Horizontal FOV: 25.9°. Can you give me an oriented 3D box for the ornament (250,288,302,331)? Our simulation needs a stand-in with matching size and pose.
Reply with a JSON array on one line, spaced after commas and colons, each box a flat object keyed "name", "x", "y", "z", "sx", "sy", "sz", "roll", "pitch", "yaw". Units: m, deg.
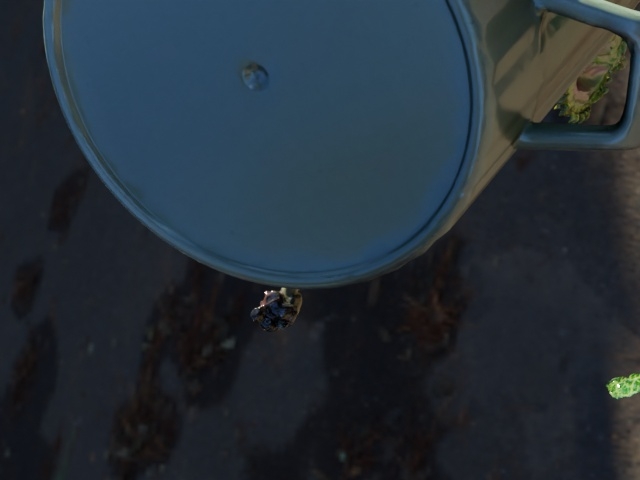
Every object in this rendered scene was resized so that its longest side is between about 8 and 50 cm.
[{"name": "ornament", "x": 0.007, "y": 0.002, "z": 1.308, "sx": 0.088, "sy": 0.081, "sz": 0.203, "roll": 25, "pitch": 83, "yaw": 49}]

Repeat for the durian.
[{"name": "durian", "x": 0.261, "y": -0.211, "z": 1.441, "sx": 0.095, "sy": 0.221, "sz": 0.137, "roll": 37, "pitch": 76, "yaw": 31}]

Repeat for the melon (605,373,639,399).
[{"name": "melon", "x": 0.386, "y": 0.148, "z": 1.237, "sx": 0.114, "sy": 0.262, "sz": 0.053, "roll": 63, "pitch": -139, "yaw": -72}]

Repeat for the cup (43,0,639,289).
[{"name": "cup", "x": 0.074, "y": -0.185, "z": 0.854, "sx": 0.401, "sy": 0.310, "sz": 0.392, "roll": -15, "pitch": 22, "yaw": 31}]
